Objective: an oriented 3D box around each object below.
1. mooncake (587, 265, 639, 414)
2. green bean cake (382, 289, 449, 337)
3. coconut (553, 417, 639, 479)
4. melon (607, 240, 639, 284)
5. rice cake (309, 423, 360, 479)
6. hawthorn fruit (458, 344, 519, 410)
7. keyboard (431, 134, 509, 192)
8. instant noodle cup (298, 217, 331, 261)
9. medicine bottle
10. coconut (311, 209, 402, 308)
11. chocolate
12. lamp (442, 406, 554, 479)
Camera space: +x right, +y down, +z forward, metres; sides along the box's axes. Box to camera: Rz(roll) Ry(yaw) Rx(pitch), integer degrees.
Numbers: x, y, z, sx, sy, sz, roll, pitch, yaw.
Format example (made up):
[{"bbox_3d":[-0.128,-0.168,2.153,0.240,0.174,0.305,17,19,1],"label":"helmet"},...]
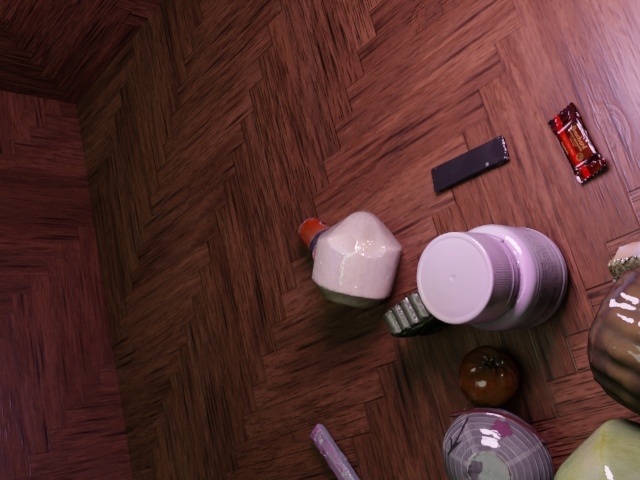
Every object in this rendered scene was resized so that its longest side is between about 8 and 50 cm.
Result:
[{"bbox_3d":[0.640,0.189,1.336,0.161,0.290,0.290,27,107,49],"label":"mooncake"},{"bbox_3d":[0.273,0.176,1.787,0.183,0.185,0.094,-37,65,37],"label":"green bean cake"},{"bbox_3d":[0.604,0.495,1.346,0.328,0.328,0.281,-54,43,29],"label":"coconut"},{"bbox_3d":[0.648,0.062,1.464,0.093,0.140,0.202,-119,46,-58],"label":"melon"},{"bbox_3d":[0.052,0.677,2.085,0.290,0.051,0.081,52,122,35],"label":"rice cake"},{"bbox_3d":[0.402,0.334,1.702,0.189,0.149,0.149,93,160,-67],"label":"hawthorn fruit"},{"bbox_3d":[0.383,-0.195,1.814,0.231,0.023,0.072,-25,63,42],"label":"keyboard"},{"bbox_3d":[0.001,-0.002,2.140,0.135,0.127,0.127,45,119,47],"label":"instant noodle cup"},{"bbox_3d":[0.387,0.084,1.590,0.241,0.302,0.241,-3,85,46],"label":"medicine bottle"},{"bbox_3d":[0.102,0.046,1.939,0.237,0.237,0.265,26,106,44],"label":"coconut"},{"bbox_3d":[0.584,-0.223,1.603,0.086,0.028,0.182,-46,55,43],"label":"chocolate"},{"bbox_3d":[0.402,0.502,1.610,0.265,0.233,0.233,20,103,19],"label":"lamp"}]
